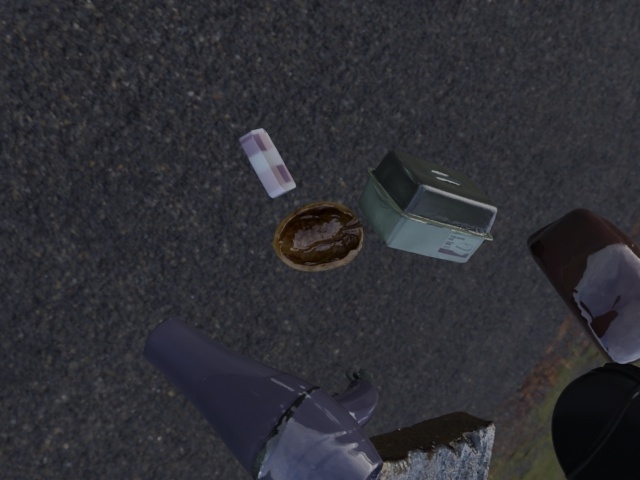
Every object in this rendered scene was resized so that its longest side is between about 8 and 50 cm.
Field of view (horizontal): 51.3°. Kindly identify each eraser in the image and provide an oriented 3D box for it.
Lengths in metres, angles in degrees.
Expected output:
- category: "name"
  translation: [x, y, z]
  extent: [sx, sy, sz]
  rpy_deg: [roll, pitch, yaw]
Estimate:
- category: "eraser"
  translation: [-0.080, -0.118, 1.017]
  extent: [0.026, 0.105, 0.065]
  rpy_deg: [-28, -176, 23]

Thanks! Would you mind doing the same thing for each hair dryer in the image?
- category: "hair dryer"
  translation: [-0.020, 0.197, 0.849]
  extent: [0.121, 0.301, 0.361]
  rpy_deg: [-63, 155, 7]

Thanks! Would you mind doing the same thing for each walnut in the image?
- category: "walnut"
  translation: [-0.002, 0.001, 1.540]
  extent: [0.211, 0.167, 0.087]
  rpy_deg: [-9, 160, 3]

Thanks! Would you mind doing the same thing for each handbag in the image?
- category: "handbag"
  translation: [0.514, 0.350, 1.100]
  extent: [0.093, 0.308, 0.253]
  rpy_deg: [2, 121, -28]

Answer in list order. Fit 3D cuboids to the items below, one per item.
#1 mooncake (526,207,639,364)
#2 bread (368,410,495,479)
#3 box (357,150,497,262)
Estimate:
- category: "mooncake"
  translation: [0.565, 0.089, 1.337]
  extent: [0.174, 0.326, 0.334]
  rpy_deg: [-38, 177, 14]
- category: "bread"
  translation: [0.172, 0.415, 1.178]
  extent: [0.417, 0.113, 0.165]
  rpy_deg: [5, 96, -50]
- category: "box"
  translation: [0.245, -0.077, 1.532]
  extent: [0.291, 0.220, 0.166]
  rpy_deg: [12, 119, -31]
